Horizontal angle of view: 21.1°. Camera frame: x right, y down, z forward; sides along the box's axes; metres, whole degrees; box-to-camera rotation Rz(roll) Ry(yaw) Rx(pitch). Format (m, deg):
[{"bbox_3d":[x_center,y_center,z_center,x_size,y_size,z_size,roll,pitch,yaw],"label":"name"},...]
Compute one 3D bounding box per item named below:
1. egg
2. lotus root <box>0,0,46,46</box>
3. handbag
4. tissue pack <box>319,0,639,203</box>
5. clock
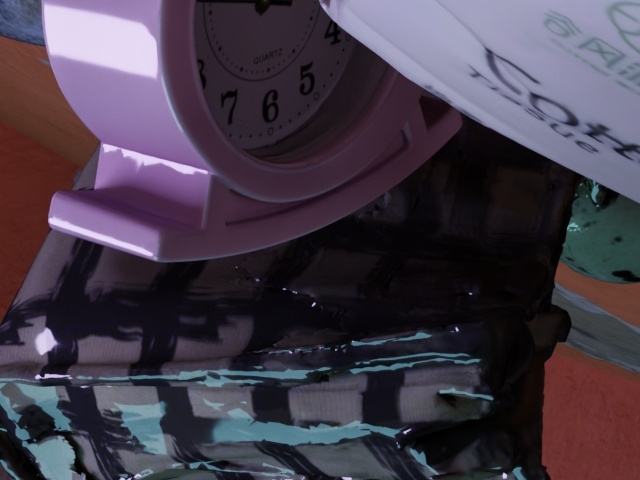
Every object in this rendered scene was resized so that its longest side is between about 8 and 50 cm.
[{"bbox_3d":[0.187,-0.033,1.128,0.164,0.131,0.131,0,-166,-45],"label":"egg"},{"bbox_3d":[-0.142,-0.191,1.050,0.322,0.140,0.158,13,125,36],"label":"lotus root"},{"bbox_3d":[0.000,0.000,0.987,0.327,0.325,0.162,-2,136,28],"label":"handbag"},{"bbox_3d":[0.201,-0.076,0.515,0.356,0.194,0.266,26,175,-7],"label":"tissue pack"},{"bbox_3d":[0.000,-0.150,0.822,0.080,0.275,0.290,18,-153,37],"label":"clock"}]
